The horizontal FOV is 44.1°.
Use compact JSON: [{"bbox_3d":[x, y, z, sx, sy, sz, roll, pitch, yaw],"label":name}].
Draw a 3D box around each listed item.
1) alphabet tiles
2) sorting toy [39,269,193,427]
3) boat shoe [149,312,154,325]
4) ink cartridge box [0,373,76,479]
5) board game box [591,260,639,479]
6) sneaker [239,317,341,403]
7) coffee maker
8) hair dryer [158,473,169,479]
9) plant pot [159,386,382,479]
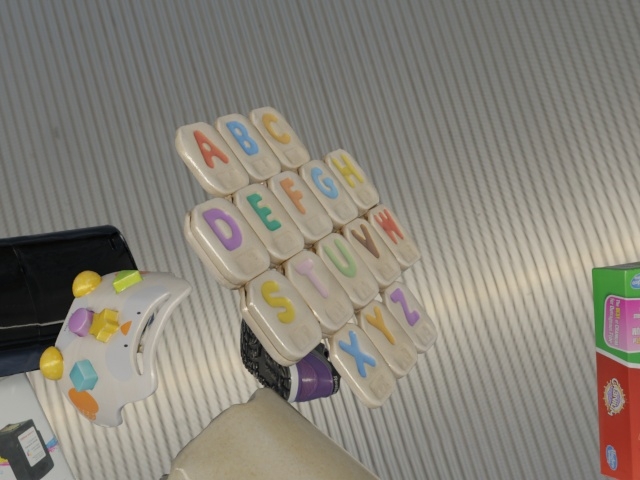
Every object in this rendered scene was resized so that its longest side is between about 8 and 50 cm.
[{"bbox_3d":[0.000,0.000,0.693,0.021,0.284,0.278,-38,86,31],"label":"alphabet tiles"},{"bbox_3d":[-0.089,0.044,0.373,0.045,0.075,0.083,32,65,-36],"label":"sorting toy"},{"bbox_3d":[-0.293,0.081,0.861,0.089,0.258,0.109,-40,66,20],"label":"boat shoe"},{"bbox_3d":[-0.334,0.228,0.864,0.072,0.127,0.175,-26,98,-29],"label":"ink cartridge box"},{"bbox_3d":[0.531,0.187,1.211,0.242,0.064,0.316,-6,94,-28],"label":"board game box"},{"bbox_3d":[-0.057,0.207,1.423,0.124,0.283,0.107,3,111,-26],"label":"sneaker"},{"bbox_3d":[-0.227,0.053,0.604,0.178,0.171,0.120,-9,88,-42],"label":"coffee maker"},{"bbox_3d":[-0.174,0.508,1.364,0.223,0.294,0.080,56,46,-14],"label":"hair dryer"},{"bbox_3d":[-0.053,0.389,1.103,0.334,0.334,0.305,-45,74,-5],"label":"plant pot"}]
